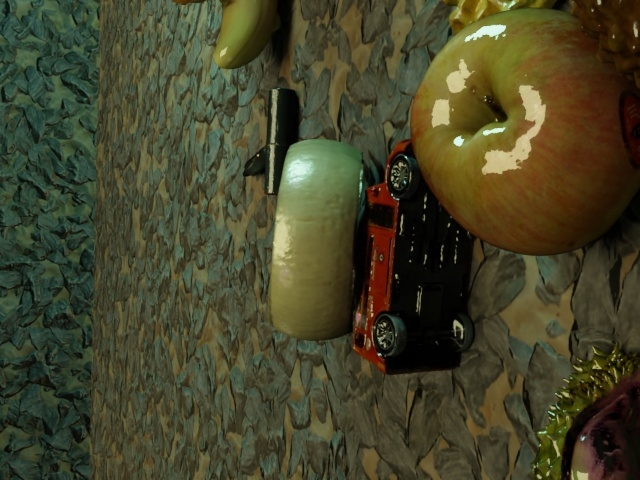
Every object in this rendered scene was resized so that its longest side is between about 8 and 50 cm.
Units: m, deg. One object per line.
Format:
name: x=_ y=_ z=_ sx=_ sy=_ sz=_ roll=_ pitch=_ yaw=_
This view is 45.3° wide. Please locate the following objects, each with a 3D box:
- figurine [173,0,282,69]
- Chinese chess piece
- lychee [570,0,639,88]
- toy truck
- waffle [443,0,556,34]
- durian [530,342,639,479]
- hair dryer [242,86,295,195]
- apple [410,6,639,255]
figurine: x=-0.165 y=-0.442 z=1.259 sx=0.124 sy=0.222 sz=0.324 roll=-12 pitch=77 yaw=59
Chinese chess piece: x=0.000 y=0.000 z=0.954 sx=0.250 sy=0.103 sz=0.250 roll=6 pitch=-90 yaw=-87
lychee: x=0.253 y=-0.209 z=0.494 sx=0.200 sy=0.200 sz=0.238 roll=-5 pitch=106 yaw=62
toy truck: x=0.102 y=0.014 z=0.849 sx=0.114 sy=0.107 sz=0.253 roll=15 pitch=102 yaw=62
waffle: x=0.182 y=-0.316 z=0.773 sx=0.219 sy=0.057 sz=0.229 roll=-65 pitch=35 yaw=37
durian: x=0.210 y=0.181 z=0.634 sx=0.119 sy=0.108 sz=0.187 roll=-23 pitch=69 yaw=59
hair dryer: x=-0.095 y=-0.160 z=1.306 sx=0.195 sy=0.050 sz=0.173 roll=-177 pitch=92 yaw=-65
apple: x=0.182 y=-0.090 z=0.653 sx=0.209 sy=0.164 sz=0.209 roll=-11 pitch=75 yaw=50
